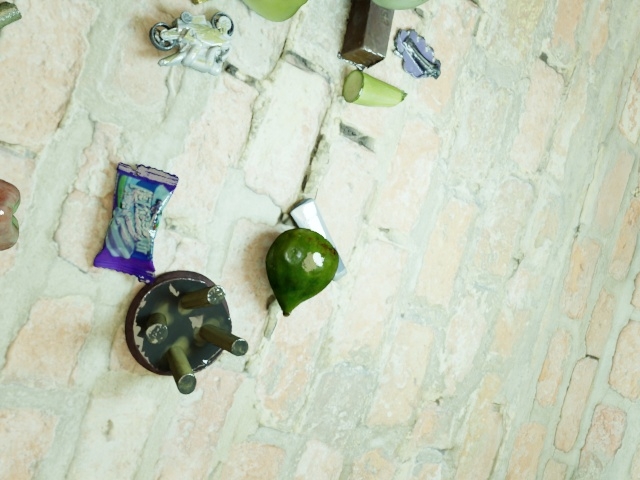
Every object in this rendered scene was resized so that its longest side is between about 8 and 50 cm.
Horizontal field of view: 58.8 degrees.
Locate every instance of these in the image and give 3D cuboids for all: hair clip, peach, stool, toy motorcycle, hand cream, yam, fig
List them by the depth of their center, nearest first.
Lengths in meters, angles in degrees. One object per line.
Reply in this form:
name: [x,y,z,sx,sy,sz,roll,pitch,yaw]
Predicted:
peach: [-0.690,-0.057,1.152,0.152,0.152,0.152,-5,101,-30]
yam: [-0.657,-0.451,1.152,0.094,0.043,0.043,-41,116,-18]
toy motorcycle: [-0.290,-0.463,1.353,0.228,0.074,0.151,-27,106,-35]
stool: [-0.322,0.218,1.380,0.271,0.178,0.272,-5,99,-31]
fig: [-0.057,0.090,1.514,0.195,0.195,0.245,16,86,-32]
hand cream: [0.000,0.000,1.615,0.079,0.048,0.255,-36,114,-20]
hair clip: [0.294,-0.554,1.705,0.195,0.052,0.124,38,72,-25]

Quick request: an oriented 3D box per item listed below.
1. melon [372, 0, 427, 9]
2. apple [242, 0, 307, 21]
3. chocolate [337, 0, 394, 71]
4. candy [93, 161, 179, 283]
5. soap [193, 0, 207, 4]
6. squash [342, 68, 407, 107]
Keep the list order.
melon: [0.215,-0.707,1.391,0.308,0.271,0.272,-44,117,-9]
apple: [-0.094,-0.754,1.389,0.319,0.312,0.360,-23,122,17]
chocolate: [0.149,-0.641,1.566,0.111,0.112,0.322,11,92,-29]
candy: [-0.434,-0.041,1.339,0.145,0.070,0.276,14,92,-23]
soap: [-0.303,-0.691,1.329,0.092,0.037,0.252,-31,112,-25]
squash: [0.172,-0.429,1.638,0.224,0.094,0.095,-1,99,-38]
